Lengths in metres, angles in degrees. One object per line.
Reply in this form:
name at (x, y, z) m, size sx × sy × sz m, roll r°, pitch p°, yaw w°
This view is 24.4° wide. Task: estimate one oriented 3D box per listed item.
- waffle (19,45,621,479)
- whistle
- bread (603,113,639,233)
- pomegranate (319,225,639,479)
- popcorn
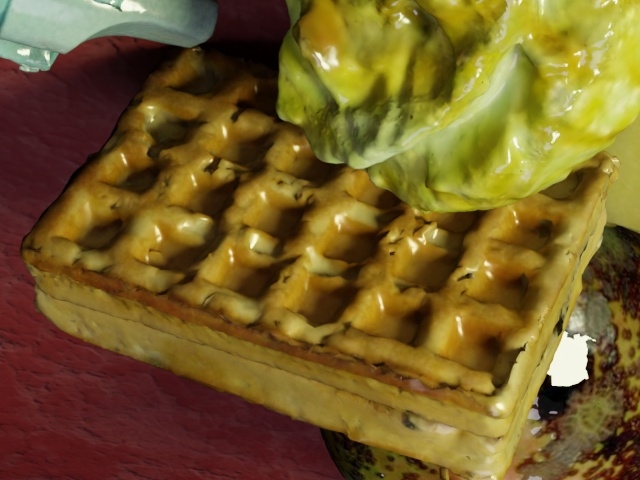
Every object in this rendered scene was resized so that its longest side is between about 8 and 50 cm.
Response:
waffle at (0.000, 0.001, 0.883) m, size 0.308 × 0.213 × 0.091 m, roll 17°, pitch 141°, yaw 18°
whistle at (-0.192, -0.158, 0.840) m, size 0.274 × 0.093 × 0.186 m, roll 14°, pitch 170°, yaw -21°
bread at (0.284, -0.066, 0.888) m, size 0.262 × 0.163 × 0.204 m, roll 28°, pitch 148°, yaw 7°
pomegranate at (0.115, 0.128, 1.014) m, size 0.285 × 0.341 × 0.285 m, roll 5°, pitch 147°, yaw 3°
popcorn at (0.081, -0.122, 0.775) m, size 0.204 × 0.183 × 0.221 m, roll 33°, pitch 122°, yaw 22°
